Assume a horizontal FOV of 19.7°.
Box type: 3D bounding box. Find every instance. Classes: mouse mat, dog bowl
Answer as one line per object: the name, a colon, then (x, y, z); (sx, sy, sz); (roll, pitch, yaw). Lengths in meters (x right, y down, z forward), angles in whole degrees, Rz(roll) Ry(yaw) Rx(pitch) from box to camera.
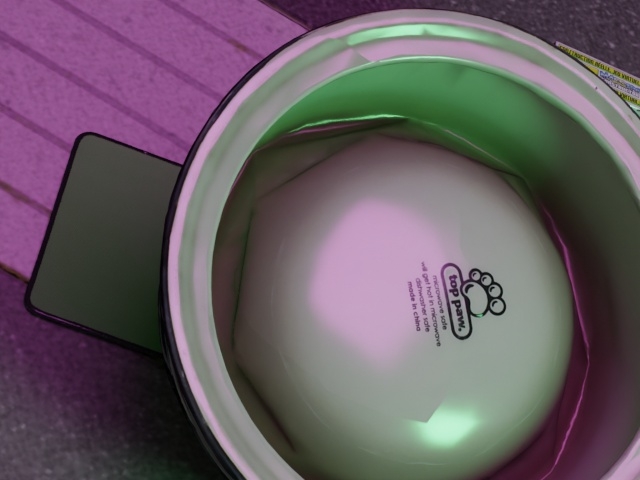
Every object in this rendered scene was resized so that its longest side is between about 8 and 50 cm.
mouse mat: (-0.137, 0.006, 1.428); (0.153, 0.007, 0.189); (21, 48, -11)
dog bowl: (0.068, 0.049, 1.326); (0.408, 0.150, 0.408); (4, 75, -17)

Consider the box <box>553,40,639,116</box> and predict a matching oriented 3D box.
box: (0.192, -0.065, 1.508); (0.114, 0.207, 0.036); (23, 49, -10)
